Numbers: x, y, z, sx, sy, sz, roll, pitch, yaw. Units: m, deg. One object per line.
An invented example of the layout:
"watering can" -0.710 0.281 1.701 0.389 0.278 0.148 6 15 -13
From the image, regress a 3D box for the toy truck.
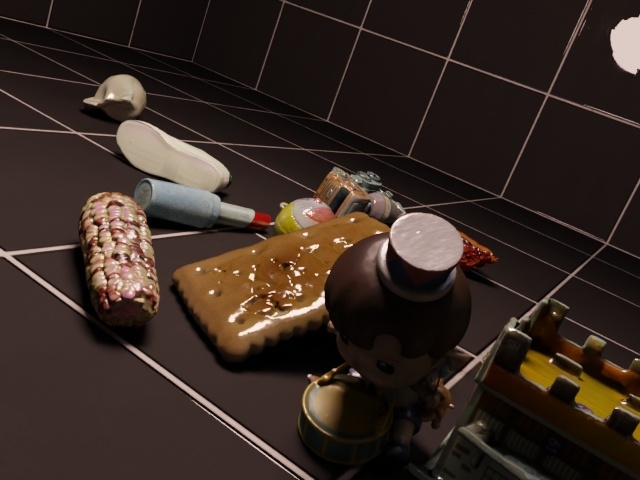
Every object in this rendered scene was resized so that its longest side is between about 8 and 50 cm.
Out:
"toy truck" 0.105 -0.095 1.569 0.140 0.108 0.257 45 23 26

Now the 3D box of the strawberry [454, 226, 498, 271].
"strawberry" 0.311 0.019 1.477 0.192 0.085 0.140 28 10 7

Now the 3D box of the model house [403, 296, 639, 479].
"model house" 0.228 0.193 0.594 0.224 0.215 0.198 28 15 25

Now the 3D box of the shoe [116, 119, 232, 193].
"shoe" -0.306 -0.171 1.351 0.265 0.095 0.110 31 13 14

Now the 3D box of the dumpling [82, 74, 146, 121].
"dumpling" -0.540 -0.369 1.674 0.152 0.124 0.229 -16 11 5

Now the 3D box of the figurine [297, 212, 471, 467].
"figurine" 0.065 0.092 0.631 0.161 0.275 0.158 28 32 35

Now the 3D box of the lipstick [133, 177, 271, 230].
"lipstick" -0.198 -0.053 1.134 0.274 0.068 0.061 13 10 -47

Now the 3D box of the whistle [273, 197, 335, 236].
"whistle" 0.000 0.000 1.136 0.223 0.122 0.123 46 27 26

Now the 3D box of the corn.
"corn" -0.255 0.022 0.804 0.092 0.092 0.280 12 24 -28

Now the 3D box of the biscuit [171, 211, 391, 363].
"biscuit" -0.021 0.044 0.856 0.325 0.044 0.217 -18 34 -24
